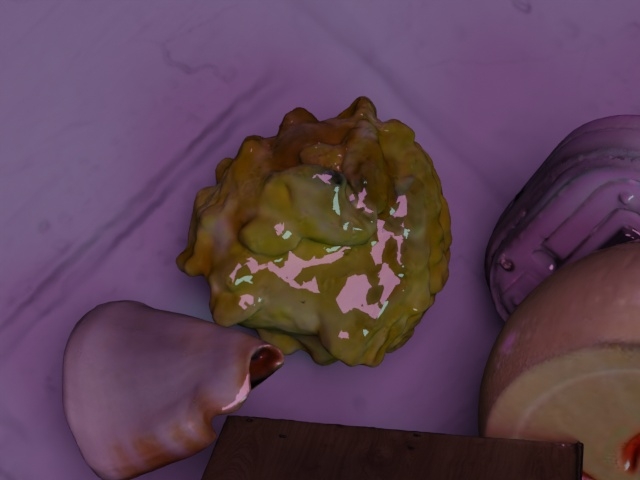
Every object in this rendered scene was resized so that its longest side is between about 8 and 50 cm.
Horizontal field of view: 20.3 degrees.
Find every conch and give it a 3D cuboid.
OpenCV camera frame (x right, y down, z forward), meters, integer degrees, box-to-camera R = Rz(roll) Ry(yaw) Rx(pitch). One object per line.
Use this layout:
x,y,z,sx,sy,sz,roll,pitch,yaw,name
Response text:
-0.093,0.091,1.082,0.104,0.176,0.094,-40,131,-47,conch

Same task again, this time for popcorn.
-0.004,0.000,1.124,0.173,0.142,0.173,-6,106,-20,popcorn

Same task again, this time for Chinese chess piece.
0.217,0.118,1.081,0.251,0.251,0.097,34,44,-3,Chinese chess piece

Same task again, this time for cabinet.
0.039,0.216,1.023,0.215,0.148,0.175,4,111,7,cabinet

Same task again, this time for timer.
0.213,0.026,1.125,0.208,0.191,0.069,34,46,-1,timer
